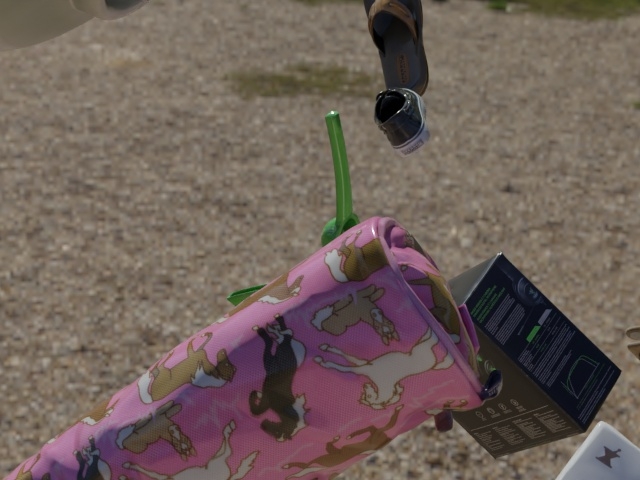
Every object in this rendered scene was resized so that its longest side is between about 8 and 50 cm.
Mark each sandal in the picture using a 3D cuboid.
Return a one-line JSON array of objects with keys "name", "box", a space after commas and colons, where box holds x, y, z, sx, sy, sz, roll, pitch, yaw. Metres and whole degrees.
[{"name": "sandal", "box": [0.100, -0.302, 1.762, 0.090, 0.219, 0.060, -18, -20, 32]}]

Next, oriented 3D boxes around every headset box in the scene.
[{"name": "headset box", "box": [0.264, 0.177, 1.869, 0.283, 0.246, 0.131, 43, 59, -5]}]

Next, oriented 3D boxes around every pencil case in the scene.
[{"name": "pencil case", "box": [-0.061, 0.146, 0.895, 0.386, 0.167, 0.160, -34, 5, 8]}]

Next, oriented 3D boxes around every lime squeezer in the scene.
[{"name": "lime squeezer", "box": [0.000, 0.000, 1.271, 0.058, 0.310, 0.110, -26, 67, -39]}]

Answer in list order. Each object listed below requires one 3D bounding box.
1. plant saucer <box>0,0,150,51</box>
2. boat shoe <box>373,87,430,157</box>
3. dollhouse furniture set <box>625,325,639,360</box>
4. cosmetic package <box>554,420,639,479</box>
[{"name": "plant saucer", "box": [-0.113, -0.254, 0.790, 0.100, 0.400, 0.400, 40, 28, 1]}, {"name": "boat shoe", "box": [0.071, -0.120, 1.132, 0.049, 0.040, 0.142, -36, 21, 9]}, {"name": "dollhouse furniture set", "box": [0.523, 0.210, 1.910, 0.123, 0.144, 0.151, -14, 49, 38]}, {"name": "cosmetic package", "box": [0.251, 0.355, 1.076, 0.217, 0.385, 0.156, 34, 59, 21]}]
